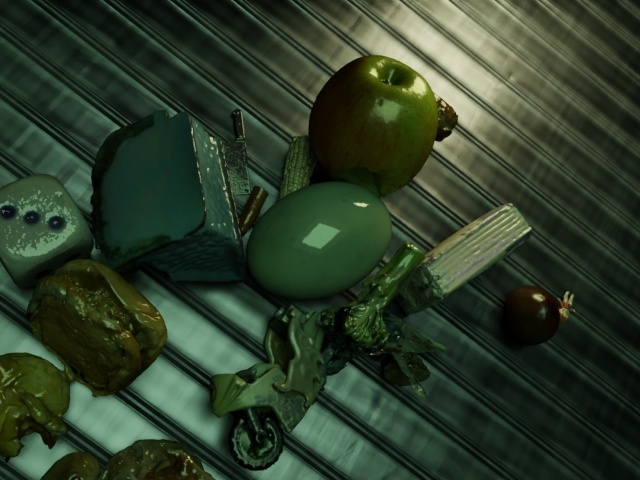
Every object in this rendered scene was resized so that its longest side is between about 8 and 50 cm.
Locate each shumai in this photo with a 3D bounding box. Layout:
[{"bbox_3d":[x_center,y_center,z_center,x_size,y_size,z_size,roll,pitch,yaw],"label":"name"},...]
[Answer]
[{"bbox_3d":[-0.312,0.562,1.346,0.267,0.262,0.314,32,64,-29],"label":"shumai"},{"bbox_3d":[0.219,0.315,1.727,0.124,0.099,0.087,17,48,-29],"label":"shumai"}]

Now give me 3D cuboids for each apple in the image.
[{"bbox_3d":[0.138,-0.297,1.716,0.340,0.339,0.339,6,71,-17],"label":"apple"}]

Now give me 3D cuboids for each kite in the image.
[{"bbox_3d":[0.179,0.269,1.685,0.335,0.011,0.314,1,41,-26],"label":"kite"}]

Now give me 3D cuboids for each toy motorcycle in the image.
[{"bbox_3d":[-0.101,0.323,1.573,0.237,0.169,0.410,48,55,-7],"label":"toy motorcycle"}]

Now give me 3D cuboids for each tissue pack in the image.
[{"bbox_3d":[0.360,0.052,1.773,0.344,0.242,0.125,-31,85,-24],"label":"tissue pack"}]

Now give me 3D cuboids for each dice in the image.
[{"bbox_3d":[-0.633,-0.019,1.494,0.192,0.194,0.193,-30,82,-25],"label":"dice"}]

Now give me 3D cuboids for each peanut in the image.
[{"bbox_3d":[-0.549,0.545,1.381,0.120,0.110,0.236,45,66,-16],"label":"peanut"}]

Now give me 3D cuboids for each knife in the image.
[{"bbox_3d":[-0.231,-0.238,1.796,0.072,0.019,0.245,-2,75,-18],"label":"knife"}]

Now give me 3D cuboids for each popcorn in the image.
[{"bbox_3d":[-0.631,0.329,1.389,0.253,0.191,0.190,40,31,-4],"label":"popcorn"}]

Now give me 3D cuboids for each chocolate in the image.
[{"bbox_3d":[0.589,0.202,1.845,0.177,0.177,0.176,6,71,-17],"label":"chocolate"}]

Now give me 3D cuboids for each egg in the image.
[{"bbox_3d":[0.000,0.000,1.651,0.389,0.276,0.276,-22,80,-27],"label":"egg"}]

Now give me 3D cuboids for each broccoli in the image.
[{"bbox_3d":[0.138,0.130,1.600,0.165,0.145,0.304,42,85,-26],"label":"broccoli"}]

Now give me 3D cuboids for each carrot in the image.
[{"bbox_3d":[-0.179,-0.073,1.743,0.048,0.048,0.139,25,68,-9],"label":"carrot"}]

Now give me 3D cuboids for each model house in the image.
[{"bbox_3d":[-0.317,-0.076,1.605,0.297,0.339,0.360,-26,62,19],"label":"model house"}]

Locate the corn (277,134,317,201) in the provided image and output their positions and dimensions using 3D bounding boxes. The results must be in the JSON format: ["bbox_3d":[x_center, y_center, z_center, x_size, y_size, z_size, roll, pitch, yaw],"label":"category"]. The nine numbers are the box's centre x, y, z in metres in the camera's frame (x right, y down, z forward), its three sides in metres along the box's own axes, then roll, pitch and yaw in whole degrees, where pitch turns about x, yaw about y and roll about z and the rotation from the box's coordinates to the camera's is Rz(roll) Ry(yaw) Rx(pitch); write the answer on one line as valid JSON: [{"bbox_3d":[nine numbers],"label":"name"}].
[{"bbox_3d":[-0.057,-0.184,1.804,0.087,0.087,0.211,17,72,-13],"label":"corn"}]

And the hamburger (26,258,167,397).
[{"bbox_3d":[-0.486,0.185,1.444,0.318,0.318,0.158,43,41,-1],"label":"hamburger"}]

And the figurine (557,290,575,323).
[{"bbox_3d":[0.710,0.196,1.950,0.064,0.047,0.109,34,56,3],"label":"figurine"}]

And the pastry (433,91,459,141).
[{"bbox_3d":[0.298,-0.365,1.914,0.100,0.229,0.218,-55,138,1],"label":"pastry"}]
